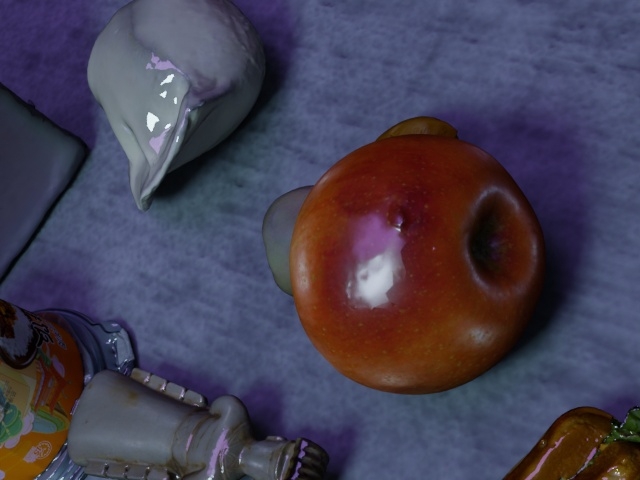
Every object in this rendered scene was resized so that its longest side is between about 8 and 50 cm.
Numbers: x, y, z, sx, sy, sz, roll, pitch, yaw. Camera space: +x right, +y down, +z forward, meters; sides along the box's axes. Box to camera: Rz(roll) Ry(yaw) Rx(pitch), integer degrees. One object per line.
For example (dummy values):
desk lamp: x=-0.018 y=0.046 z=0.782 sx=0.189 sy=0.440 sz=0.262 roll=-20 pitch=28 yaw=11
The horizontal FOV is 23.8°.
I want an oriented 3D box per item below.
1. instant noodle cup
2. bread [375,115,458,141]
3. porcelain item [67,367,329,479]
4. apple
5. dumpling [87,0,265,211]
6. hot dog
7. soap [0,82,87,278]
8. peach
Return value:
instant noodle cup: x=-0.258 y=0.111 z=1.134 sx=0.208 sy=0.125 sz=0.177 roll=-47 pitch=48 yaw=3
bread: x=0.068 y=-0.044 z=1.053 sx=0.081 sy=0.046 sz=0.083 roll=12 pitch=73 yaw=41
porcelain item: x=-0.080 y=0.140 z=1.043 sx=0.213 sy=0.054 sz=0.084 roll=7 pitch=71 yaw=38
apple: x=0.062 y=0.013 z=0.950 sx=0.139 sy=0.163 sz=0.163 roll=-16 pitch=56 yaw=35
dumpling: x=-0.122 y=-0.118 z=1.191 sx=0.166 sy=0.126 sz=0.216 roll=-55 pitch=52 yaw=32
hot dog: x=0.127 y=0.171 z=0.883 sx=0.188 sy=0.055 sz=0.072 roll=-48 pitch=51 yaw=2
soap: x=-0.367 y=-0.042 z=1.186 sx=0.107 sy=0.296 sz=0.285 roll=34 pitch=84 yaw=42
peach: x=-0.001 y=0.002 z=1.053 sx=0.083 sy=0.083 sz=0.083 roll=-16 pitch=56 yaw=26
